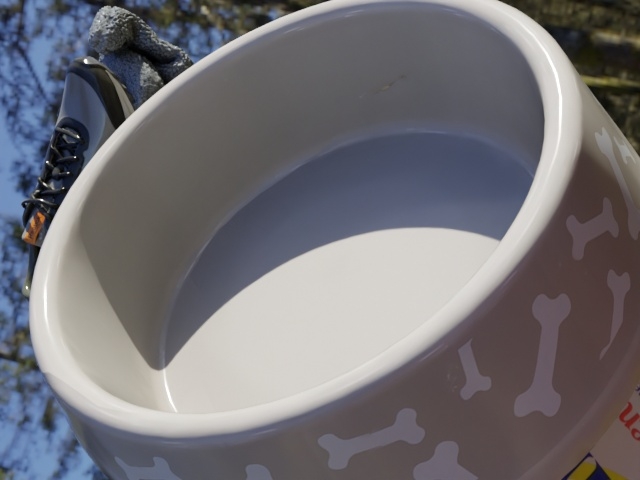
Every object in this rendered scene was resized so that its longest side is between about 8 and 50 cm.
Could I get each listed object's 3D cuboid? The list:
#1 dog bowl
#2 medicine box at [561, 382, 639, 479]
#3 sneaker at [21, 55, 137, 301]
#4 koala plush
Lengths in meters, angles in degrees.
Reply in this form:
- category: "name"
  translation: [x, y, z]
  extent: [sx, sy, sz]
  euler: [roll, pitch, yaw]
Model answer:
- category: "dog bowl"
  translation: [0.000, 0.000, 0.573]
  extent: [0.102, 0.348, 0.349]
  euler: [56, -137, -40]
- category: "medicine box"
  translation: [0.158, 0.130, 0.709]
  extent: [0.289, 0.263, 0.149]
  euler: [-46, 13, -32]
- category: "sneaker"
  translation: [-0.247, -0.050, 1.090]
  extent: [0.108, 0.100, 0.272]
  euler: [-11, -64, -45]
- category: "koala plush"
  translation: [-0.279, -0.165, 1.485]
  extent: [0.221, 0.203, 0.196]
  euler: [-63, 5, -37]
